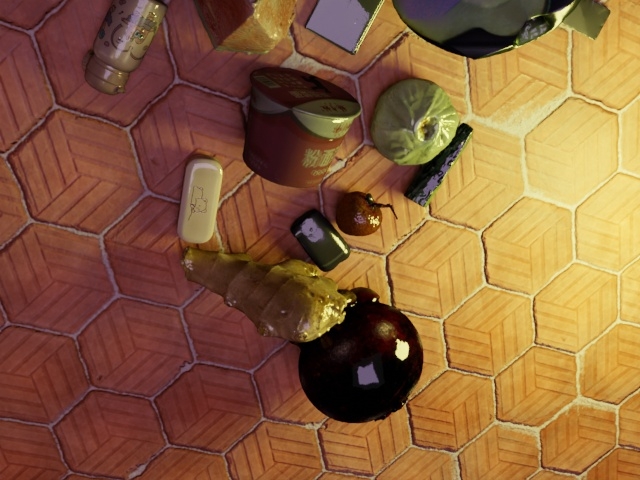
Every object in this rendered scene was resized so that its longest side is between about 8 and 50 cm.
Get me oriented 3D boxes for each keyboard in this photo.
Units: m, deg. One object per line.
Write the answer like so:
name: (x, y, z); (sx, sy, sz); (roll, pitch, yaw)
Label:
keyboard: (0.551, -0.514, 1.640); (0.196, 0.015, 0.074); (18, 112, -19)

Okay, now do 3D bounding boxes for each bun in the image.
bun: (0.205, -0.252, 1.617); (0.195, 0.118, 0.196); (-5, 117, -10)

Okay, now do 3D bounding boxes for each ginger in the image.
ginger: (-0.116, 0.082, 1.619); (0.236, 0.375, 0.166); (-42, 161, -27)

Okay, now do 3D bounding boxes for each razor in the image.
razor: (0.000, 0.000, 1.712); (0.090, 0.054, 0.148); (-38, 117, 1)

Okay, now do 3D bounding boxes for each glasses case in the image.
glasses case: (-0.264, -0.089, 1.614); (0.083, 0.050, 0.196); (6, 112, -13)

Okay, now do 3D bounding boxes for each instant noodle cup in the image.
instant noodle cup: (-0.052, -0.228, 1.517); (0.234, 0.235, 0.179); (9, 121, -17)

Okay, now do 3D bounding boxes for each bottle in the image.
bottle: (-0.389, -0.387, 1.432); (0.110, 0.097, 0.209); (34, 104, 9)

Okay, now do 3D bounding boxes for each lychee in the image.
lychee: (0.100, -0.060, 1.677); (0.140, 0.101, 0.114); (-27, 76, 12)

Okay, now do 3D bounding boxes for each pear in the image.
pear: (0.326, -0.541, 1.448); (0.398, 0.165, 0.399); (0, 92, 11)

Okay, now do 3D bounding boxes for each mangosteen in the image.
mangosteen: (0.074, 0.250, 1.724); (0.306, 0.307, 0.347); (-34, 84, 3)

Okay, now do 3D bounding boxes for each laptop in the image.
laptop: (0.061, -0.491, 1.534); (0.129, 0.016, 0.180); (24, 105, -21)

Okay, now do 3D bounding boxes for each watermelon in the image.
watermelon: (-0.172, -0.482, 1.368); (0.250, 0.292, 0.283); (14, 113, 13)

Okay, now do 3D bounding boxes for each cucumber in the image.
cucumber: (0.271, -0.177, 1.694); (0.062, 0.078, 0.211); (33, 101, 9)
